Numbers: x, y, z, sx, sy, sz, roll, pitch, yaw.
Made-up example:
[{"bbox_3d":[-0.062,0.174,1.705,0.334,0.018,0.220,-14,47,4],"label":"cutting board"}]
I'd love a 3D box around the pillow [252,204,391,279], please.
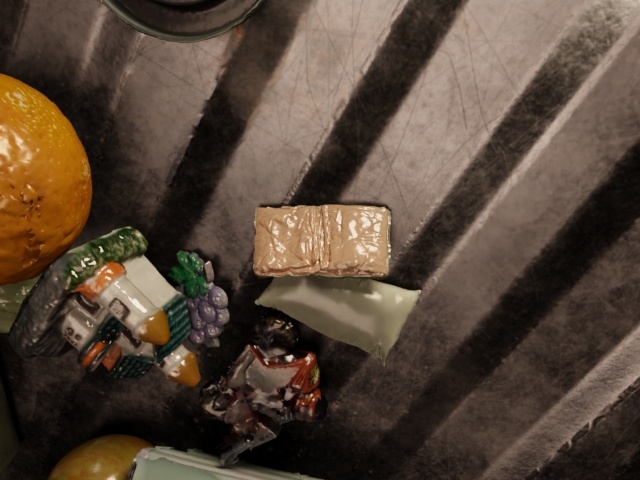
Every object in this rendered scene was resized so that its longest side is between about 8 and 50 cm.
[{"bbox_3d":[0.000,0.000,0.905,0.232,0.043,0.126,0,70,10],"label":"pillow"}]

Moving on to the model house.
[{"bbox_3d":[-0.340,0.168,0.970,0.301,0.190,0.271,43,115,-1],"label":"model house"}]

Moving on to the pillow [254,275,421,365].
[{"bbox_3d":[0.032,0.097,0.951,0.253,0.078,0.144,26,97,-1],"label":"pillow"}]

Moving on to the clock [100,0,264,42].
[{"bbox_3d":[-0.194,-0.444,0.756,0.324,0.067,0.325,4,114,9],"label":"clock"}]

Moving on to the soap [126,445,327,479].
[{"bbox_3d":[-0.140,0.517,1.055,0.445,0.261,0.156,12,76,4],"label":"soap"}]

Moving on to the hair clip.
[{"bbox_3d":[-0.217,0.108,1.023,0.124,0.052,0.196,-7,107,25],"label":"hair clip"}]

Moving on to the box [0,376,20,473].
[{"bbox_3d":[-0.861,0.344,1.174,0.351,0.177,0.344,4,116,8],"label":"box"}]

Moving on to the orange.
[{"bbox_3d":[-0.526,-0.099,0.851,0.340,0.293,0.341,0,129,0],"label":"orange"}]

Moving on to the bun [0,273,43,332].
[{"bbox_3d":[-0.626,0.099,1.052,0.195,0.118,0.196,2,113,6],"label":"bun"}]

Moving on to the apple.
[{"bbox_3d":[-0.446,0.539,1.144,0.264,0.264,0.265,4,114,9],"label":"apple"}]

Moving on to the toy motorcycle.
[{"bbox_3d":[-0.123,0.315,1.049,0.207,0.134,0.401,40,114,-1],"label":"toy motorcycle"}]
